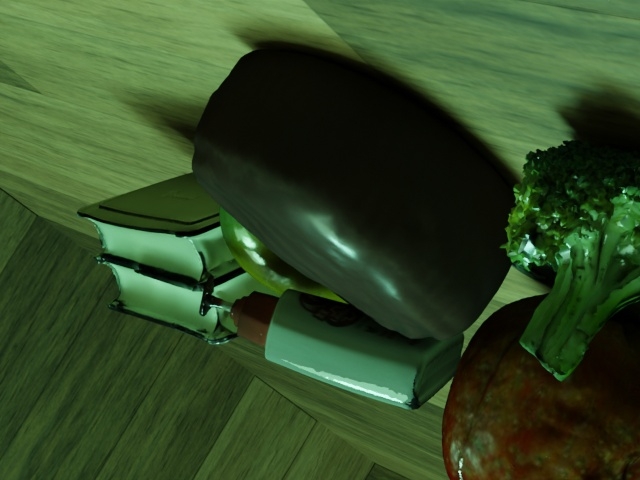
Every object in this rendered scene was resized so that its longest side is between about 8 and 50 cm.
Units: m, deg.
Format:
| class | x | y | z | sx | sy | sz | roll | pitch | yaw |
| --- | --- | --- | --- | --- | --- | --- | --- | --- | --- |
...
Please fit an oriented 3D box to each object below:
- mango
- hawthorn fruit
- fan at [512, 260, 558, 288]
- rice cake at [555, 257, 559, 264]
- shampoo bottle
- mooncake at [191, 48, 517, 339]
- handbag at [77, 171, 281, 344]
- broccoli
| class | x | y | z | sx | sy | sz | roll | pitch | yaw |
| --- | --- | --- | --- | --- | --- | --- | --- | --- | --- |
| mango | 0.000 | 0.000 | 1.978 | 0.251 | 0.156 | 0.114 | 14 | -150 | -31 |
| hawthorn fruit | 0.256 | 0.183 | 1.922 | 0.258 | 0.262 | 0.258 | 24 | 156 | 12 |
| fan | 0.240 | 0.024 | 1.895 | 0.132 | 0.009 | 0.220 | 29 | 170 | -5 |
| rice cake | 0.282 | 0.022 | 1.708 | 0.211 | 0.034 | 0.043 | 22 | 157 | 42 |
| shampoo bottle | -0.005 | 0.094 | 1.896 | 0.284 | 0.071 | 0.153 | 18 | -162 | 16 |
| mooncake | 0.028 | -0.040 | 1.762 | 0.334 | 0.174 | 0.326 | 28 | 171 | 10 |
| handbag | -0.113 | 0.006 | 2.194 | 0.358 | 0.236 | 0.160 | 11 | 123 | 62 |
| broccoli | 0.221 | 0.019 | 1.448 | 0.194 | 0.194 | 0.219 | 21 | 171 | 42 |
